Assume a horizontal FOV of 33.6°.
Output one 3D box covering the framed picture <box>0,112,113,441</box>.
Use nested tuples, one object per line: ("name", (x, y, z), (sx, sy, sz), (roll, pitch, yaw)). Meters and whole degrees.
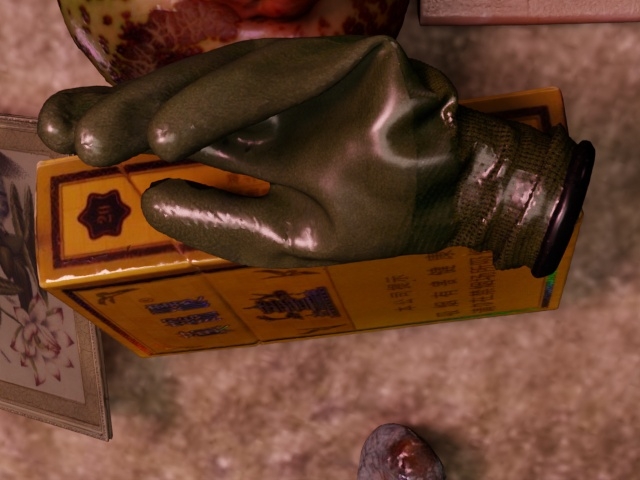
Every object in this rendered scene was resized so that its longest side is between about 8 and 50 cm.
("framed picture", (-0.223, 0.022, 0.747), (0.173, 0.010, 0.231), (8, 112, 30))

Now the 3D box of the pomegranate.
("pomegranate", (-0.038, -0.159, 0.587), (0.214, 0.248, 0.214), (-2, 98, -19))

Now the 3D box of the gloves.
("gloves", (-0.002, -0.043, 0.519), (0.268, 0.107, 0.135), (9, 125, -6))

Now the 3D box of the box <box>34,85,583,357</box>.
("box", (0.000, 0.000, 0.666), (0.301, 0.193, 0.084), (-7, 70, 6))

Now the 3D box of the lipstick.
("lipstick", (0.135, -0.162, 0.679), (0.145, 0.045, 0.045), (0, 112, 3))

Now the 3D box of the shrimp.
("shrimp", (0.063, 0.243, 0.815), (0.090, 0.079, 0.233), (-17, 116, -31))
